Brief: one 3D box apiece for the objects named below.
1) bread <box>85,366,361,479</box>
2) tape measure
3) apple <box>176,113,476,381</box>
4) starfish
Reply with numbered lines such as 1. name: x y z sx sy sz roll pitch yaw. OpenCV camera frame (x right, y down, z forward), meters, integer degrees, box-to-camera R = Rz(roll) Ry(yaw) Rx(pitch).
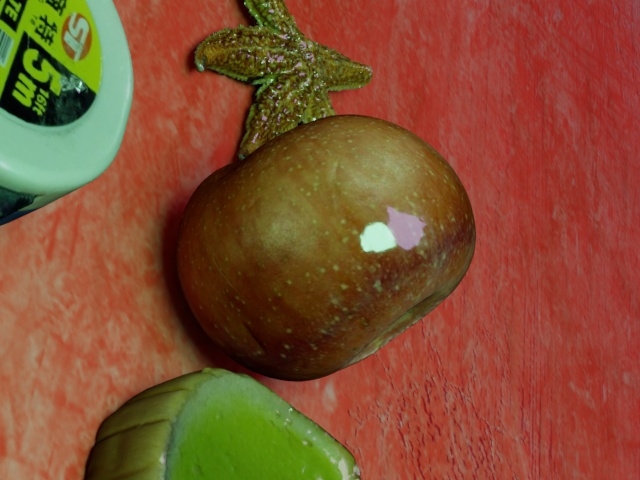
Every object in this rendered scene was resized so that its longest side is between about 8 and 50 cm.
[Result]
1. bread: -0.051 0.189 1.008 0.236 0.070 0.236 36 42 -41
2. tape measure: -0.202 -0.166 0.957 0.215 0.098 0.351 42 42 -35
3. apple: 0.000 0.000 1.083 0.162 0.201 0.201 53 28 10
4. starfish: -0.030 -0.140 1.284 0.240 0.043 0.227 62 29 -6
